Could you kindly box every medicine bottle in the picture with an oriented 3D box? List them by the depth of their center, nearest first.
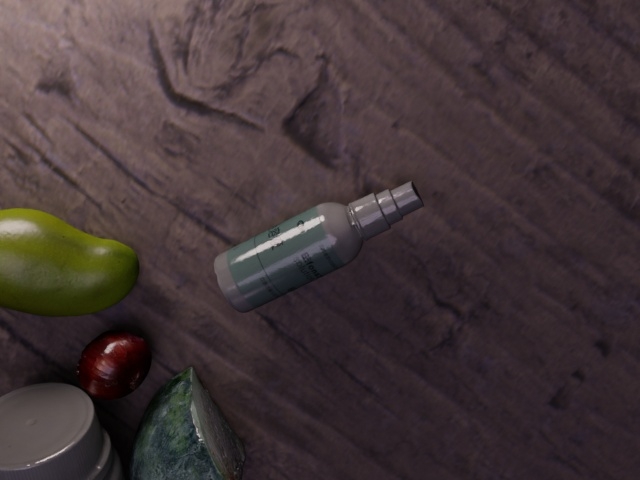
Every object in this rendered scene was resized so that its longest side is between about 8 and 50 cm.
[{"bbox_3d":[0.000,0.000,1.148,0.352,0.110,0.110,-26,104,11],"label":"medicine bottle"},{"bbox_3d":[-0.468,0.427,1.217,0.245,0.245,0.306,0,120,4],"label":"medicine bottle"}]

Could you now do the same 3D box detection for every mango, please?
[{"bbox_3d":[-0.456,0.042,1.179,0.293,0.143,0.175,11,102,-11],"label":"mango"}]

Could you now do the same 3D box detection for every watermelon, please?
[{"bbox_3d":[-0.227,0.424,1.255,0.320,0.214,0.289,45,110,36],"label":"watermelon"}]

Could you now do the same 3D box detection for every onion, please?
[{"bbox_3d":[-0.359,0.218,1.227,0.131,0.131,0.131,1,107,3],"label":"onion"}]
